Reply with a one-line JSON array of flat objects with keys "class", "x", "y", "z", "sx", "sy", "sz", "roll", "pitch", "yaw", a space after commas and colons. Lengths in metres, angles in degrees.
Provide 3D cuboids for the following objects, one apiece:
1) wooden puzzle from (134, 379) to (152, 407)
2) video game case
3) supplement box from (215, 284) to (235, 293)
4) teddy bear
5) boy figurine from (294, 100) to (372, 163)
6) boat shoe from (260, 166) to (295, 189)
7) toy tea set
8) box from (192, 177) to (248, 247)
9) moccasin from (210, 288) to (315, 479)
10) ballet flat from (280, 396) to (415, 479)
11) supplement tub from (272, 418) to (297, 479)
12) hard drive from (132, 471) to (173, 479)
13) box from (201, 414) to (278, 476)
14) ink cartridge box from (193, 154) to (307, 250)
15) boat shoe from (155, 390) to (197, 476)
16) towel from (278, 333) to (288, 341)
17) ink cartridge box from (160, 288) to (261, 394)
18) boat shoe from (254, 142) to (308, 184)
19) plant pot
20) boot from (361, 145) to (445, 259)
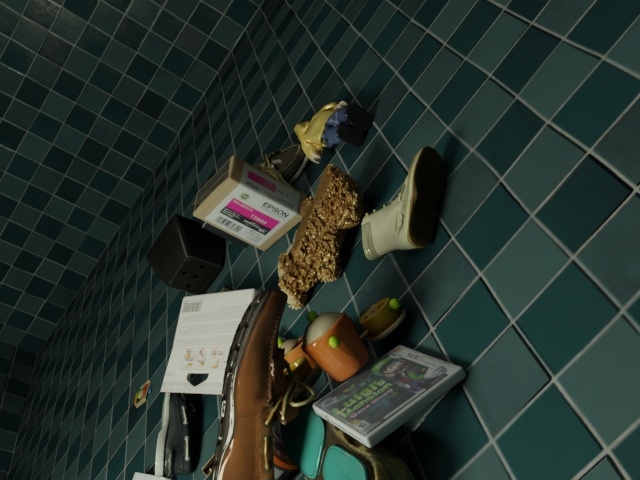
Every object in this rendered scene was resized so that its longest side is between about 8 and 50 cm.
[{"class": "wooden puzzle", "x": -0.567, "y": 0.489, "z": 2.168, "sx": 0.116, "sy": 0.014, "sz": 0.079, "roll": -45, "pitch": 31, "yaw": 30}, {"class": "video game case", "x": 0.103, "y": 0.235, "z": 1.062, "sx": 0.190, "sy": 0.022, "sz": 0.173, "roll": -30, "pitch": 16, "yaw": -22}, {"class": "supplement box", "x": -0.266, "y": 0.185, "z": 1.866, "sx": 0.083, "sy": 0.056, "sz": 0.083, "roll": -45, "pitch": 30, "yaw": 30}, {"class": "teddy bear", "x": 0.000, "y": 0.000, "z": 1.534, "sx": 0.338, "sy": 0.113, "sz": 0.245, "roll": -66, "pitch": 18, "yaw": 8}, {"class": "boy figurine", "x": 0.013, "y": -0.277, "z": 1.774, "sx": 0.285, "sy": 0.092, "sz": 0.177, "roll": 0, "pitch": 65, "yaw": 62}, {"class": "boat shoe", "x": -0.129, "y": -0.155, "z": 1.882, "sx": 0.153, "sy": 0.048, "sz": 0.056, "roll": 45, "pitch": 120, "yaw": 30}, {"class": "toy tea set", "x": -0.008, "y": 0.180, "z": 1.250, "sx": 0.336, "sy": 0.124, "sz": 0.200, "roll": -34, "pitch": 6, "yaw": 46}, {"class": "box", "x": -0.283, "y": -0.084, "z": 2.051, "sx": 0.108, "sy": 0.153, "sz": 0.207, "roll": -58, "pitch": 25, "yaw": 9}, {"class": "moccasin", "x": -0.091, "y": 0.271, "z": 1.127, "sx": 0.139, "sy": 0.146, "sz": 0.380, "roll": 144, "pitch": 133, "yaw": -79}, {"class": "ballet flat", "x": 0.041, "y": 0.346, "z": 1.085, "sx": 0.123, "sy": 0.123, "sz": 0.348, "roll": -64, "pitch": 23, "yaw": -6}, {"class": "supplement tub", "x": -0.096, "y": 0.410, "z": 1.280, "sx": 0.198, "sy": 0.106, "sz": 0.106, "roll": -52, "pitch": 27, "yaw": 15}, {"class": "hard drive", "x": -0.470, "y": 0.752, "z": 1.701, "sx": 0.210, "sy": 0.040, "sz": 0.319, "roll": -21, "pitch": 47, "yaw": 53}, {"class": "box", "x": -0.129, "y": 0.366, "z": 1.328, "sx": 0.164, "sy": 0.021, "sz": 0.201, "roll": -52, "pitch": -15, "yaw": 21}, {"class": "ink cartridge box", "x": -0.185, "y": -0.092, "z": 1.787, "sx": 0.193, "sy": 0.234, "sz": 0.088, "roll": -38, "pitch": 35, "yaw": 41}, {"class": "boat shoe", "x": -0.360, "y": 0.468, "z": 1.730, "sx": 0.303, "sy": 0.091, "sz": 0.114, "roll": -96, "pitch": 15, "yaw": -50}, {"class": "towel", "x": -0.099, "y": 0.242, "z": 1.512, "sx": 0.067, "sy": 0.029, "sz": 0.119, "roll": -34, "pitch": 23, "yaw": -18}, {"class": "ink cartridge box", "x": -0.267, "y": 0.261, "z": 1.711, "sx": 0.296, "sy": 0.066, "sz": 0.261, "roll": -10, "pitch": 62, "yaw": 43}, {"class": "boat shoe", "x": -0.142, "y": -0.199, "z": 1.976, "sx": 0.305, "sy": 0.091, "sz": 0.109, "roll": -33, "pitch": 38, "yaw": 45}, {"class": "plant pot", "x": -0.407, "y": 0.061, "z": 2.120, "sx": 0.187, "sy": 0.188, "sz": 0.167, "roll": -52, "pitch": 39, "yaw": 19}, {"class": "boot", "x": 0.156, "y": -0.070, "z": 1.326, "sx": 0.165, "sy": 0.077, "sz": 0.213, "roll": -22, "pitch": 49, "yaw": 55}]
